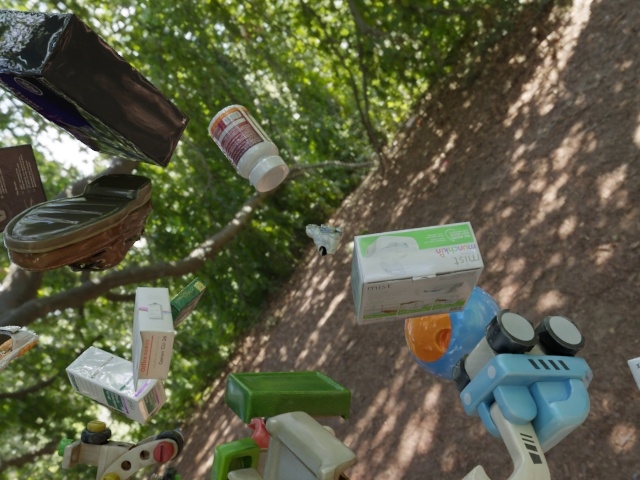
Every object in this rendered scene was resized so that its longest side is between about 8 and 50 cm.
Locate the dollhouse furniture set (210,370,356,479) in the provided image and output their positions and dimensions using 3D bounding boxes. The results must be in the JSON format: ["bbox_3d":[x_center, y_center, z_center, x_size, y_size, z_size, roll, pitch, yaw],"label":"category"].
[{"bbox_3d":[-0.011,0.300,0.739,0.301,0.151,0.197,15,96,62],"label":"dollhouse furniture set"}]

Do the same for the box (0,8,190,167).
[{"bbox_3d":[-0.356,-0.223,0.907,0.184,0.261,0.103,12,75,29],"label":"box"}]

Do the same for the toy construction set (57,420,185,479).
[{"bbox_3d":[-0.413,0.493,1.147,0.309,0.237,0.257,-81,6,-69],"label":"toy construction set"}]

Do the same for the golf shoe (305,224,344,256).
[{"bbox_3d":[0.000,0.000,1.654,0.176,0.069,0.086,-174,95,-69],"label":"golf shoe"}]

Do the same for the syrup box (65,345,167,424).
[{"bbox_3d":[-0.513,0.363,1.515,0.096,0.237,0.093,-49,-33,-44],"label":"syrup box"}]

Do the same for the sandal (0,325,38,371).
[{"bbox_3d":[-0.655,0.216,1.210,0.102,0.076,0.265,-25,11,-4],"label":"sandal"}]

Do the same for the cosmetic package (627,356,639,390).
[{"bbox_3d":[0.814,0.289,1.301,0.224,0.225,0.138,-26,68,25],"label":"cosmetic package"}]

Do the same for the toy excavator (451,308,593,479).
[{"bbox_3d":[0.429,0.382,1.266,0.445,0.433,0.222,-107,32,-43],"label":"toy excavator"}]

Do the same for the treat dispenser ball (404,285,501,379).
[{"bbox_3d":[0.389,0.260,1.743,0.288,0.288,0.288,-49,12,14],"label":"treat dispenser ball"}]

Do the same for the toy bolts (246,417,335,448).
[{"bbox_3d":[-0.083,0.522,1.693,0.158,0.228,0.218,-44,28,-1],"label":"toy bolts"}]

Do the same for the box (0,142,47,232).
[{"bbox_3d":[-0.627,-0.096,1.157,0.093,0.155,0.158,-7,12,21],"label":"box"}]

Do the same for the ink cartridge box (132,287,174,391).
[{"bbox_3d":[-0.327,0.190,1.167,0.198,0.067,0.115,-121,40,-58],"label":"ink cartridge box"}]

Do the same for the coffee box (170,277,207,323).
[{"bbox_3d":[-0.379,0.182,1.631,0.113,0.040,0.184,-46,-3,-38],"label":"coffee box"}]

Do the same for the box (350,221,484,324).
[{"bbox_3d":[0.208,0.082,1.365,0.231,0.262,0.126,87,175,-59],"label":"box"}]

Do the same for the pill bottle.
[{"bbox_3d":[-0.186,-0.238,1.564,0.121,0.221,0.121,-33,-20,-13],"label":"pill bottle"}]

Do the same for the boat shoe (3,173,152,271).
[{"bbox_3d":[-0.296,-0.007,0.794,0.307,0.111,0.104,-62,-20,-71],"label":"boat shoe"}]
